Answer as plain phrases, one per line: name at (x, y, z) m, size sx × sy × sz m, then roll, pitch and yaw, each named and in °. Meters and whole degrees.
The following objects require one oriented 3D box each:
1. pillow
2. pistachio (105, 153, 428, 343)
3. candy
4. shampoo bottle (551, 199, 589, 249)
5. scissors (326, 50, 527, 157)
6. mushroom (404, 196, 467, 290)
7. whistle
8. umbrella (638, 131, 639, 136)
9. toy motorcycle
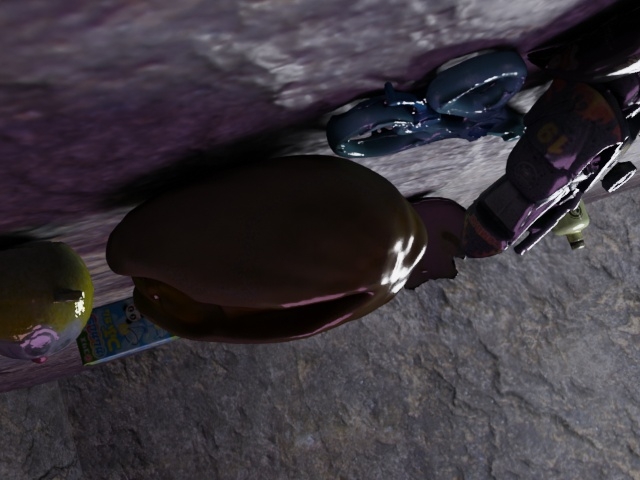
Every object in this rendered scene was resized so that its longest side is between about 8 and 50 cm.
pillow at (0.251, -0.160, 0.634) m, size 0.090 × 0.048 × 0.150 m, roll -17°, pitch 177°, yaw -41°
pistachio at (-0.048, -0.001, 0.724) m, size 0.287 × 0.197 × 0.166 m, roll -1°, pitch 133°, yaw 10°
candy at (-0.354, 0.160, 1.479) m, size 0.194 × 0.097 × 0.062 m, roll -17°, pitch 175°, yaw -8°
shampoo bottle at (0.507, -0.058, 1.648) m, size 0.079 × 0.162 × 0.079 m, roll -17°, pitch 173°, yaw -2°
scissors at (0.146, -0.117, 0.786) m, size 0.180 × 0.032 × 0.393 m, roll -20°, pitch 173°, yaw 28°
mushroom at (0.166, -0.005, 1.349) m, size 0.188 × 0.141 × 0.117 m, roll -16°, pitch -164°, yaw 5°
whistle at (-0.305, 0.061, 0.776) m, size 0.223 × 0.123 × 0.123 m, roll -4°, pitch -177°, yaw 37°
umbrella at (0.493, -0.174, 1.143) m, size 0.143 × 0.062 × 0.067 m, roll -15°, pitch -157°, yaw -29°
toy motorcycle at (0.251, -0.091, 0.820) m, size 0.173 × 0.108 × 0.307 m, roll -28°, pitch 160°, yaw -30°
